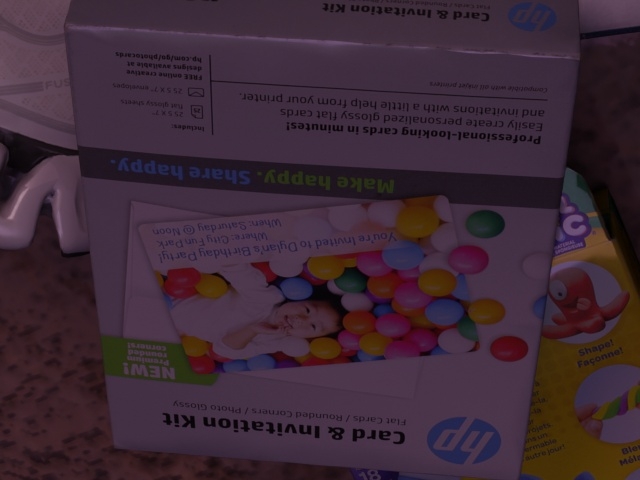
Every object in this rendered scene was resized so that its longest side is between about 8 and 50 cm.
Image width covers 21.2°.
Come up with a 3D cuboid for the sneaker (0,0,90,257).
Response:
[{"bbox_3d":[-0.193,-0.088,0.584,0.292,0.110,0.118,14,107,-16],"label":"sneaker"}]

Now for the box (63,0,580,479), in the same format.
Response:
[{"bbox_3d":[0.000,0.000,0.541,0.145,0.038,0.186,4,135,3],"label":"box"}]

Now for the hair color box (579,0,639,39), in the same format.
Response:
[{"bbox_3d":[0.097,-0.159,0.509,0.347,0.105,0.174,-6,114,12],"label":"hair color box"}]

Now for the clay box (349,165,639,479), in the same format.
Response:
[{"bbox_3d":[0.079,0.077,0.649,0.127,0.053,0.222,-19,109,16],"label":"clay box"}]
